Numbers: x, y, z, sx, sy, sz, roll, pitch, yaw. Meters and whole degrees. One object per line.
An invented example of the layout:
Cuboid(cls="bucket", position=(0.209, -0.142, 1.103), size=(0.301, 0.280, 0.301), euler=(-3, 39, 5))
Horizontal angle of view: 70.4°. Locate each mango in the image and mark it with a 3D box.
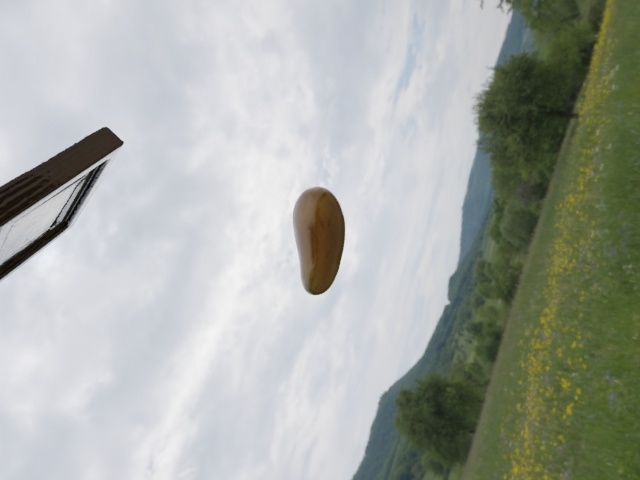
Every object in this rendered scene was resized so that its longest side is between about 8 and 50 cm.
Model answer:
Cuboid(cls="mango", position=(0.000, 0.000, 0.747), size=(0.102, 0.085, 0.183), euler=(38, -134, -67))

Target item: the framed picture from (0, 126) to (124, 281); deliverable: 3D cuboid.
Cuboid(cls="framed picture", position=(-0.251, -0.020, 0.400), size=(0.023, 0.169, 0.127), euler=(45, -137, -13))
